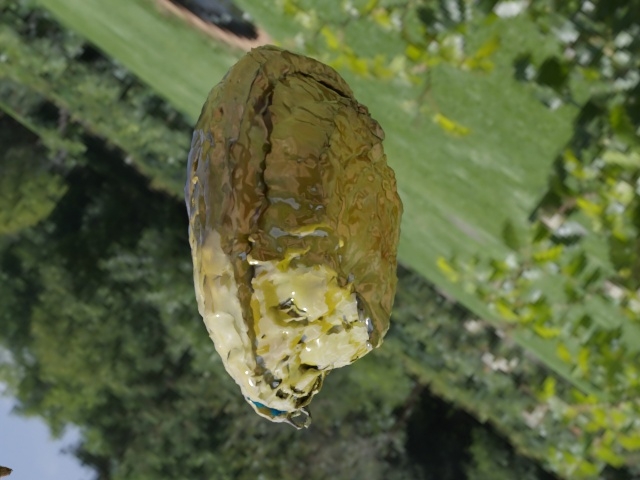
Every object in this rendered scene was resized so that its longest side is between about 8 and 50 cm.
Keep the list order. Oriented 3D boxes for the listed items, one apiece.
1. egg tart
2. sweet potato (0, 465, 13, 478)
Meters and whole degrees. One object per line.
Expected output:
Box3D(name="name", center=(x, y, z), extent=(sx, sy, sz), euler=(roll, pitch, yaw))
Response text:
Box3D(name="egg tart", center=(0.000, 0.000, 0.961), extent=(0.107, 0.290, 0.291), euler=(0, 164, 21))
Box3D(name="sweet potato", center=(-0.279, 0.114, 0.889), extent=(0.068, 0.068, 0.226), euler=(35, 162, 38))
